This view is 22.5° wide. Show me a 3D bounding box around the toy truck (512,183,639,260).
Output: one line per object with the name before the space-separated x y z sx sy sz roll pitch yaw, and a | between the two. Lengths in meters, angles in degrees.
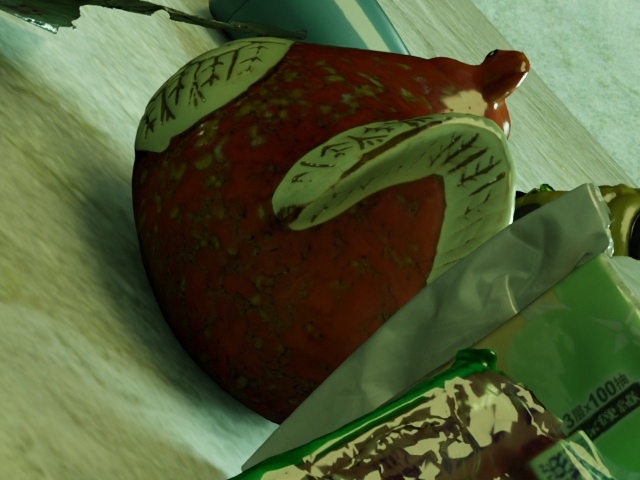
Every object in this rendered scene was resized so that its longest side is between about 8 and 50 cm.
toy truck | 0.171 0.057 1.147 0.165 0.147 0.224 23 68 -30

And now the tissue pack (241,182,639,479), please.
tissue pack | 0.068 0.091 0.728 0.145 0.229 0.159 54 17 17

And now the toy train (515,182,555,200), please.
toy train | 0.264 0.066 1.553 0.296 0.100 0.160 43 19 -22

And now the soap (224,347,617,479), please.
soap | 0.007 0.144 0.512 0.273 0.098 0.218 -20 73 -45

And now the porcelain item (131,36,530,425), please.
porcelain item | 0.025 -0.024 0.880 0.253 0.253 0.253 45 16 -17

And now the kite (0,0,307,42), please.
kite | -0.130 -0.136 0.890 0.250 0.012 0.229 12 -5 -13

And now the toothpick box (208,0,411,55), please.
toothpick box | 0.004 -0.164 1.344 0.184 0.120 0.120 52 16 1
